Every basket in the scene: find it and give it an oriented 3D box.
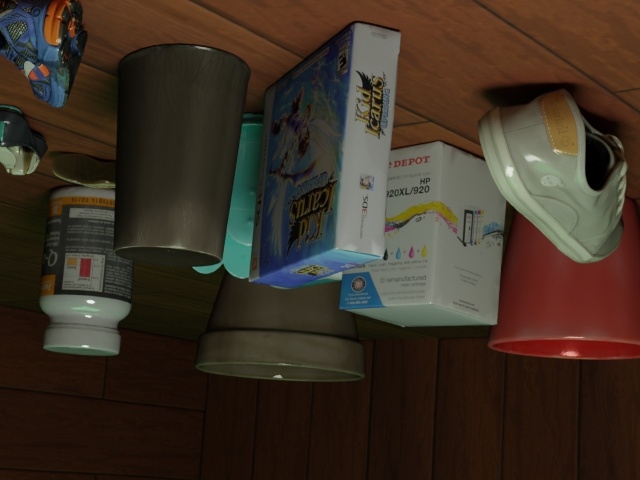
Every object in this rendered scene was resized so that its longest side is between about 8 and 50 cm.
[{"bbox_3d":[-0.171,-0.090,1.413,0.154,0.227,0.204,8,169,-22],"label":"basket"}]

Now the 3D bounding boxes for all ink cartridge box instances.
[{"bbox_3d":[0.149,-0.004,1.732,0.171,0.233,0.168,-6,163,42],"label":"ink cartridge box"}]

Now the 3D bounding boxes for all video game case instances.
[{"bbox_3d":[-0.002,-0.084,1.342,0.061,0.244,0.269,8,168,-21],"label":"video game case"}]

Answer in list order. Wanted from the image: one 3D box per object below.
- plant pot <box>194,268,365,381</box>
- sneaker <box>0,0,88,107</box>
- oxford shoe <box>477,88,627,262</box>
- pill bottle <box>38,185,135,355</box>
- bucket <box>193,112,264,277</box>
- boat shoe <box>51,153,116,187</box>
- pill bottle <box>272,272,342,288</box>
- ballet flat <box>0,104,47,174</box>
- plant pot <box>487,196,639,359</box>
[{"bbox_3d":[-0.066,0.117,2.284,0.323,0.281,0.323,4,169,1],"label":"plant pot"},{"bbox_3d":[-0.300,-0.210,1.277,0.087,0.083,0.221,18,162,-5],"label":"sneaker"},{"bbox_3d":[0.336,-0.077,1.534,0.130,0.169,0.449,-23,158,21],"label":"oxford shoe"},{"bbox_3d":[-0.404,0.055,2.087,0.162,0.279,0.162,3,168,1],"label":"pill bottle"},{"bbox_3d":[-0.099,-0.058,1.670,0.281,0.183,0.281,3,169,1],"label":"bucket"},{"bbox_3d":[-0.356,-0.103,1.864,0.135,0.050,0.045,10,162,-28],"label":"boat shoe"},{"bbox_3d":[0.000,0.000,2.020,0.146,0.146,0.264,11,167,-33],"label":"pill bottle"},{"bbox_3d":[-0.433,-0.131,1.697,0.074,0.074,0.203,4,169,-2],"label":"ballet flat"},{"bbox_3d":[0.409,0.058,1.928,0.274,0.243,0.275,4,168,1],"label":"plant pot"}]
